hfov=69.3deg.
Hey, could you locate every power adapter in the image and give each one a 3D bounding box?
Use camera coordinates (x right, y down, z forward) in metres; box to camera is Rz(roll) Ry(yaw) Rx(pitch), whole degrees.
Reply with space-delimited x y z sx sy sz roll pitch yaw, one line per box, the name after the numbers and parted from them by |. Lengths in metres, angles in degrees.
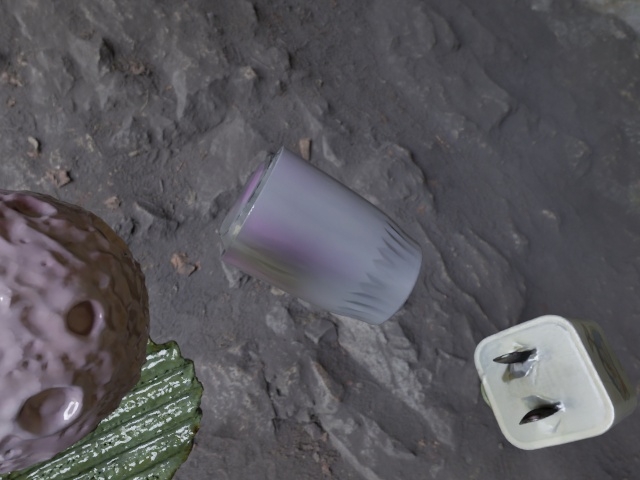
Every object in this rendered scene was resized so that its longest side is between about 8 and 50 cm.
0.256 0.159 0.525 0.205 0.125 0.130 11 55 -48 | power adapter

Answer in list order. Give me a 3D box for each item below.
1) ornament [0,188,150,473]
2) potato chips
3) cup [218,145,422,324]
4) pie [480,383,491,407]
-0.294 0.083 0.424 0.259 0.259 0.225 43 15 -5 | ornament
-0.410 0.355 0.843 0.429 0.070 0.358 -28 102 -7 | potato chips
0.000 0.000 0.931 0.372 0.253 0.253 29 51 -12 | cup
0.334 0.290 0.860 0.085 0.017 0.085 19 30 -12 | pie
